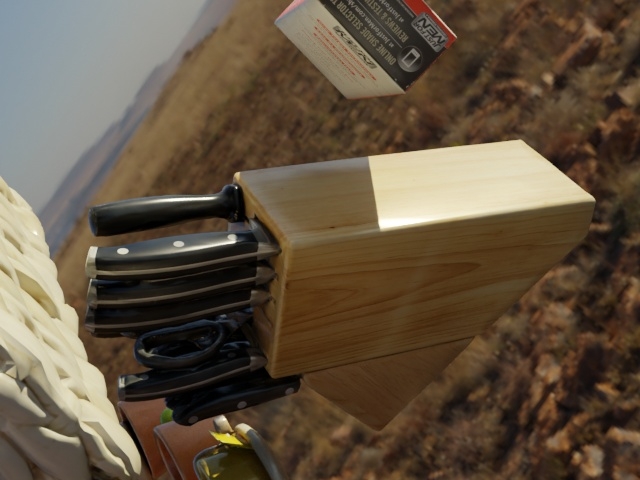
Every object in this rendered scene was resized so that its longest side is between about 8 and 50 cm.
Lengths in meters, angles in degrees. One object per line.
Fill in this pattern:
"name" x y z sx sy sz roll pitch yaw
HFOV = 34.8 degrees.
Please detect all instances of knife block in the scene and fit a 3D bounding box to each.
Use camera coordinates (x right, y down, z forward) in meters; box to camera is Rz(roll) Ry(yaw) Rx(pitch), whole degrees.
"knife block" 0.000 0.000 0.609 0.275 0.242 0.088 -44 42 5

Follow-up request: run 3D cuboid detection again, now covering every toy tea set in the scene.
"toy tea set" -0.104 0.225 0.787 0.124 0.200 0.336 -25 12 -19

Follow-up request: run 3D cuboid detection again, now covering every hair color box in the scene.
"hair color box" 0.021 -0.121 0.585 0.043 0.072 0.141 -46 13 -2

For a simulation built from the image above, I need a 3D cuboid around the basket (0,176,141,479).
"basket" -0.281 0.012 0.391 0.266 0.331 0.328 -37 31 -7
